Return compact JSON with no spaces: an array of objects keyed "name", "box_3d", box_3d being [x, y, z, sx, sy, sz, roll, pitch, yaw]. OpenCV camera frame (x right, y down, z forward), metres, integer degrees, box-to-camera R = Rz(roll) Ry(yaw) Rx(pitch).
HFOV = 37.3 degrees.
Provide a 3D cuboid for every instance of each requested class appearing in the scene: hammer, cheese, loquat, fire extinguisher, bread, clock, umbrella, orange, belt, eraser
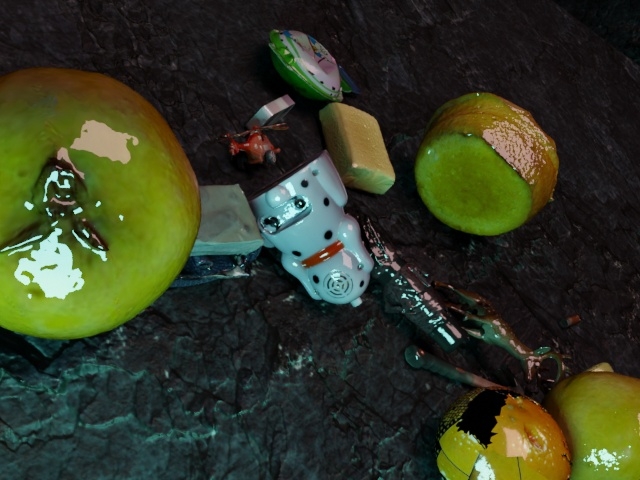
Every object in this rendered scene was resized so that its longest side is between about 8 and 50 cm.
[{"name":"hammer","box_3d":[0.269,0.251,1.730,0.288,0.033,0.111,24,42,-31]},{"name":"cheese","box_3d":[-0.007,-0.359,1.979,0.204,0.083,0.320,54,24,17]},{"name":"loquat","box_3d":[0.513,0.369,1.684,0.275,0.275,0.275,29,39,-26]},{"name":"fire extinguisher","box_3d":[0.562,0.179,2.134,0.028,0.022,0.083,31,23,32]},{"name":"bread","box_3d":[0.073,-0.185,1.911,0.125,0.068,0.188,17,44,-37]},{"name":"loquat","box_3d":[-0.313,-0.046,1.164,0.328,0.328,0.359,38,-8,-14]},{"name":"clock","box_3d":[-0.001,-0.003,1.582,0.254,0.189,0.189,55,33,-13]},{"name":"umbrella","box_3d":[0.144,0.071,1.713,0.326,0.090,0.094,47,35,4]},{"name":"orange","box_3d":[0.294,0.351,1.541,0.234,0.182,0.234,18,56,-29]},{"name":"belt","box_3d":[-0.186,0.003,1.377,0.230,0.139,0.126,-2,57,-51]},{"name":"eraser","box_3d":[-0.094,-0.236,1.780,0.026,0.065,0.105,48,35,2]},{"name":"bread","box_3d":[0.335,-0.150,1.982,0.312,0.312,0.172,46,46,-3]}]

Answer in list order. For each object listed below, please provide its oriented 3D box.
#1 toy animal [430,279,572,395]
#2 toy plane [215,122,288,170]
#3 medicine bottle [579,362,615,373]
[{"name":"toy animal","box_3d":[0.342,0.170,1.808,0.260,0.087,0.243,19,31,-27]},{"name":"toy plane","box_3d":[-0.113,-0.163,1.639,0.194,0.126,0.077,-143,-137,-85]},{"name":"medicine bottle","box_3d":[0.579,0.370,1.882,0.124,0.124,0.239,-2,59,-49]}]
